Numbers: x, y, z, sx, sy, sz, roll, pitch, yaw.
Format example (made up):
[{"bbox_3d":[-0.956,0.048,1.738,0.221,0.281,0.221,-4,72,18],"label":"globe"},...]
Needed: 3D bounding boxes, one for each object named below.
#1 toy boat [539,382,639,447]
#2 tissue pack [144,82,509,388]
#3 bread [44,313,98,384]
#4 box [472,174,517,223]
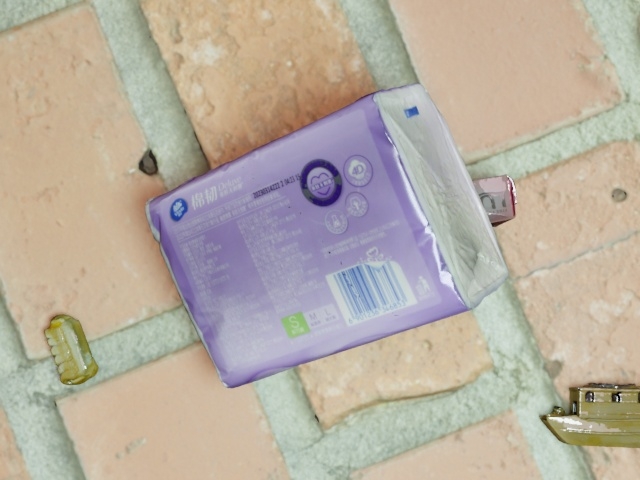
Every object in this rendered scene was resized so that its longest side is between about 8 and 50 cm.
[{"bbox_3d":[0.369,0.212,1.308,0.200,0.057,0.077,3,80,-2],"label":"toy boat"},{"bbox_3d":[0.000,0.000,1.188,0.338,0.160,0.242,-21,93,32],"label":"tissue pack"},{"bbox_3d":[-0.302,0.132,1.301,0.049,0.033,0.088,-26,84,11],"label":"bread"},{"bbox_3d":[0.148,-0.035,1.287,0.156,0.111,0.060,-11,87,-4],"label":"box"}]
